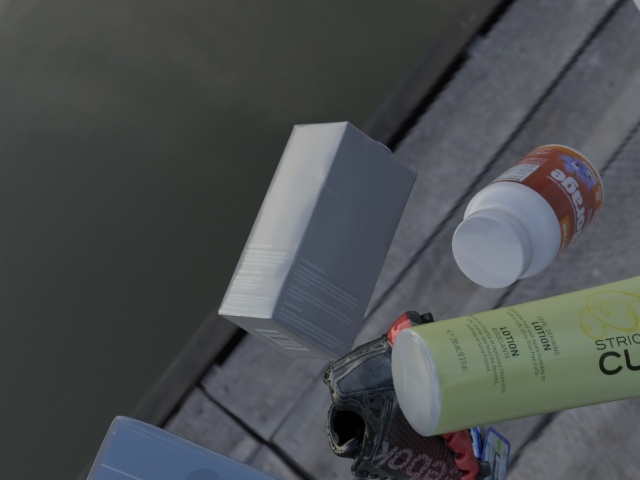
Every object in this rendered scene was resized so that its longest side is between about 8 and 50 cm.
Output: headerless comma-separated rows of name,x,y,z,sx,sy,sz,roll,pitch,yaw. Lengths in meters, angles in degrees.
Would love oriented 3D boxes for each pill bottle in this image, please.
pill bottle,0.248,-0.027,1.480,0.121,0.121,0.216,4,25,34

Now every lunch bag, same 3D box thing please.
lunch bag,0.168,0.247,1.462,0.096,0.129,0.151,-28,63,10

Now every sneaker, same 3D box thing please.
sneaker,0.080,0.185,1.169,0.135,0.276,0.097,-23,43,1

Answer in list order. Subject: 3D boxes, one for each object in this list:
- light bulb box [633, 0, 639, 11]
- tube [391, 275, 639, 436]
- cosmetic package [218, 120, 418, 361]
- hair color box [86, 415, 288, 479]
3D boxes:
light bulb box,0.403,-0.370,1.019,0.358,0.225,0.361,-13,55,-7
tube,0.160,0.059,0.714,0.062,0.240,0.070,-163,66,-68
cosmetic package,0.000,0.000,1.344,0.107,0.127,0.237,-1,62,48
hair color box,-0.137,0.296,0.671,0.114,0.185,0.374,23,74,-4
